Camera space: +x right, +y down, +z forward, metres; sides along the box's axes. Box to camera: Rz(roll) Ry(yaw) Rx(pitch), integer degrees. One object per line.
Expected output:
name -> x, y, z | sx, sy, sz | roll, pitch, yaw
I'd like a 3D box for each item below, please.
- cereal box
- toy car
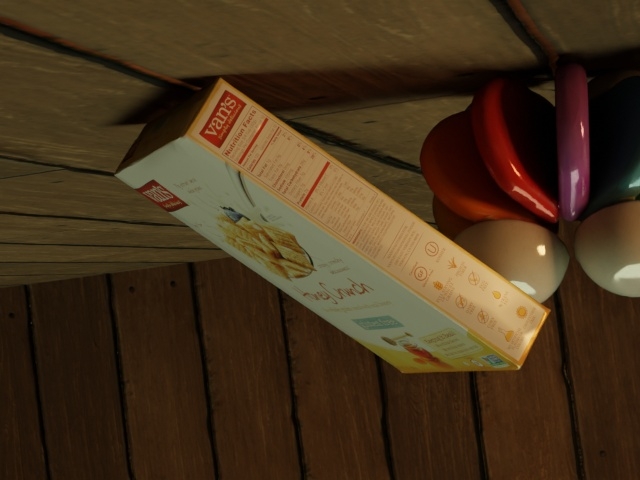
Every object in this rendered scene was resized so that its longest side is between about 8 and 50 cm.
cereal box -> 0.000, 0.000, 0.922 | 0.240, 0.047, 0.173 | 34, 165, -14
toy car -> 0.151, -0.051, 0.954 | 0.182, 0.159, 0.136 | -7, 141, 16
